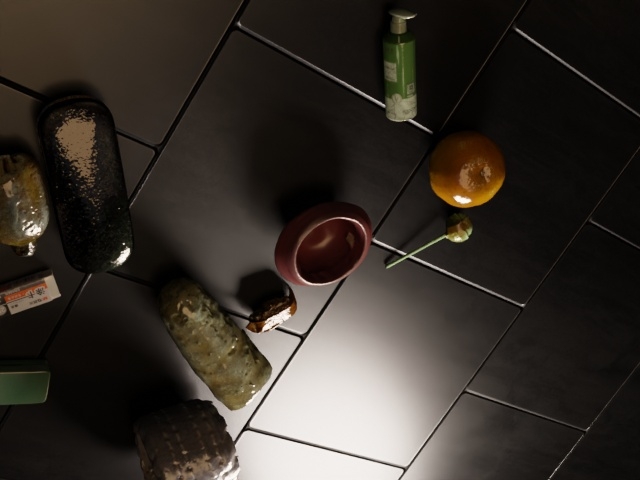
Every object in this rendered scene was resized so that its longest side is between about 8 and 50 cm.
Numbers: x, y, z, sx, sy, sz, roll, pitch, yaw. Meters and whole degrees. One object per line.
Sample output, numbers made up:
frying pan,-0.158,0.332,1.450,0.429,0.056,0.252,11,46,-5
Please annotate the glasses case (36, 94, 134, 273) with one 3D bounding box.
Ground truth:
glasses case,-0.388,-0.087,1.570,0.122,0.082,0.321,-15,124,-19

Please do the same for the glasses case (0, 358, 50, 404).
glasses case,-0.590,0.258,1.713,0.184,0.039,0.078,2,119,-28

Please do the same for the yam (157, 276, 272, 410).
yam,-0.204,0.197,1.817,0.133,0.133,0.330,-33,125,-4

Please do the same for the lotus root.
lotus root,-0.497,-0.056,1.534,0.113,0.088,0.192,-17,127,-24

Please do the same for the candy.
candy,0.224,0.006,1.962,0.202,0.061,0.061,-28,128,2

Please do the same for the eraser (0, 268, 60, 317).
eraser,-0.523,0.094,1.650,0.122,0.029,0.052,-19,126,-14

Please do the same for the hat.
hat,0.000,0.000,1.815,0.205,0.089,0.205,-16,129,-21

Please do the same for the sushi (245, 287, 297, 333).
sushi,-0.097,0.145,1.879,0.120,0.052,0.055,-30,128,-7

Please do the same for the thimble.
thimble,-0.265,0.436,1.881,0.172,0.205,0.236,-15,124,-19

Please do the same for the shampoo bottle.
shampoo bottle,0.145,-0.319,1.700,0.065,0.065,0.205,-17,125,-17

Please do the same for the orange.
orange,0.284,-0.140,1.849,0.154,0.134,0.155,-3,97,-23
